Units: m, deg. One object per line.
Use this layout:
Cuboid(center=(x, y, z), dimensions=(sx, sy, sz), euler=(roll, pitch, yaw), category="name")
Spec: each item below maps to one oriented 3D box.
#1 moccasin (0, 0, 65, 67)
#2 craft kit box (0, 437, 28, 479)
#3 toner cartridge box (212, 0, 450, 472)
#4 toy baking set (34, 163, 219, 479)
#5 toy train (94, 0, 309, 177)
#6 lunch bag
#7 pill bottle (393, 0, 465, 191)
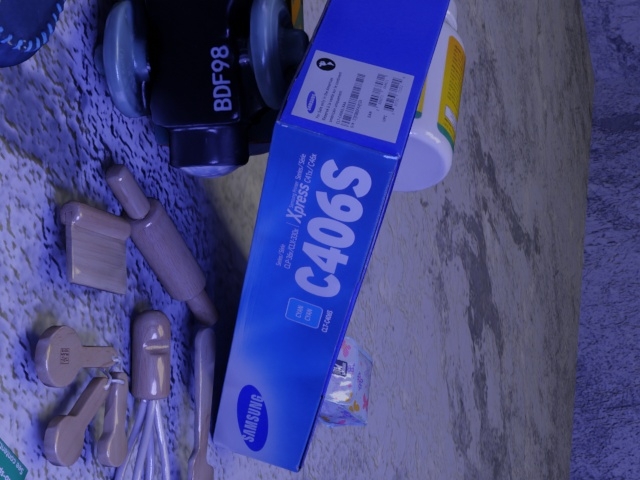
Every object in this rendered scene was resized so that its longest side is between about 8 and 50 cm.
Cuboid(center=(-0.141, -0.257, 0.589), dimensions=(0.138, 0.117, 0.342), euler=(33, 59, -64), category="moccasin")
Cuboid(center=(-0.229, 0.123, 0.413), dimensions=(0.250, 0.061, 0.246), euler=(66, 32, -43), category="craft kit box")
Cuboid(center=(0.000, 0.000, 0.784), dimensions=(0.348, 0.075, 0.165), euler=(105, 5, -48), category="toner cartridge box")
Cuboid(center=(-0.120, 0.081, 0.741), dimensions=(0.256, 0.030, 0.196), euler=(61, 36, -49), category="toy baking set")
Cuboid(center=(-0.069, -0.211, 0.765), dimensions=(0.190, 0.142, 0.334), euler=(-23, 110, -78), category="toy train")
Cuboid(center=(0.013, 0.128, 1.046), dimensions=(0.083, 0.053, 0.071), euler=(46, 44, -47), category="lunch bag")
Cuboid(center=(0.091, -0.166, 1.190), dimensions=(0.117, 0.118, 0.208), euler=(58, 36, -52), category="pill bottle")
